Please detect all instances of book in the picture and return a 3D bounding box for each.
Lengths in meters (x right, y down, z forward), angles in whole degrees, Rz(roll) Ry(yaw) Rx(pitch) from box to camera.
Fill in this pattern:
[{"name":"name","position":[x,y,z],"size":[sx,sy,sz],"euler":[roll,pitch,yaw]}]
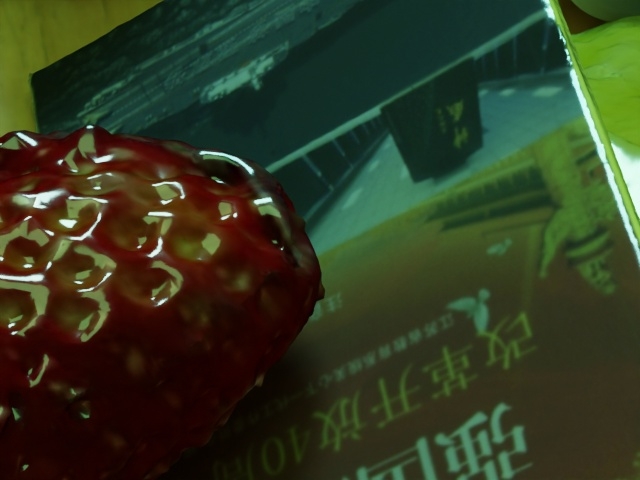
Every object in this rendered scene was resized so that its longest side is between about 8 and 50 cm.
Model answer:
[{"name":"book","position":[0.000,0.000,0.818],"size":[0.263,0.028,0.374],"euler":[-28,48,17]}]

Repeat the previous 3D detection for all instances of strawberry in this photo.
[{"name":"strawberry","position":[-0.119,0.040,0.741],"size":[0.244,0.205,0.205],"euler":[-24,53,-4]}]

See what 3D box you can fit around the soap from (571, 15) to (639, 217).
[{"name":"soap","position":[0.170,0.031,0.813],"size":[0.306,0.115,0.427],"euler":[-6,50,-5]}]

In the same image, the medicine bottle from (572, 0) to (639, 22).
[{"name":"medicine bottle","position":[0.154,-0.211,1.029],"size":[0.103,0.102,0.186],"euler":[-8,50,-6]}]
